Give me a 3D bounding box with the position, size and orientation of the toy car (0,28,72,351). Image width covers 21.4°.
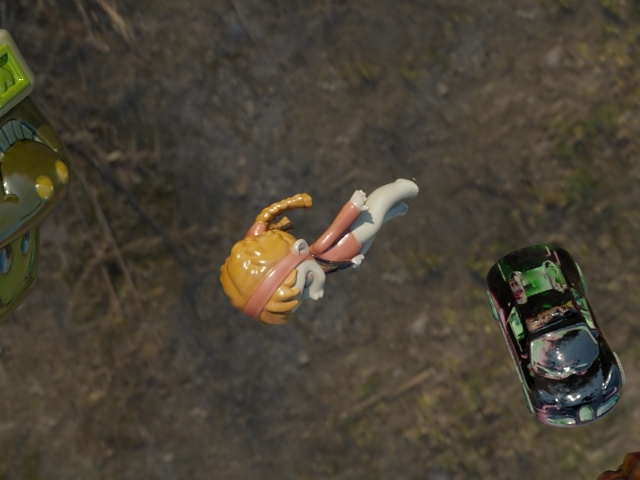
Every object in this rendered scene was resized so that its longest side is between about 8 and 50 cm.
[{"bbox_3d":[-0.266,-0.006,1.090,0.248,0.204,0.198,-22,107,24],"label":"toy car"}]

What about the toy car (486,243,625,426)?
[{"bbox_3d":[0.159,0.061,1.156,0.069,0.142,0.055,-18,140,1],"label":"toy car"}]

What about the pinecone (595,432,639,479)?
[{"bbox_3d":[0.215,0.192,0.766,0.264,0.264,0.264,-12,129,-15],"label":"pinecone"}]

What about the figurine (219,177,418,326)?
[{"bbox_3d":[0.000,0.000,0.769,0.109,0.047,0.064,-32,161,-36],"label":"figurine"}]
